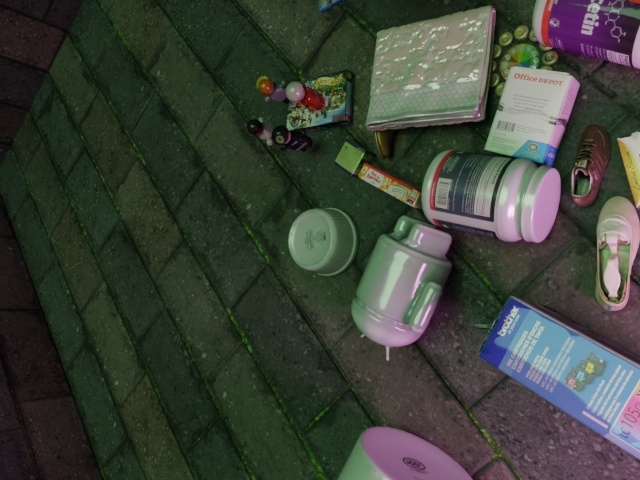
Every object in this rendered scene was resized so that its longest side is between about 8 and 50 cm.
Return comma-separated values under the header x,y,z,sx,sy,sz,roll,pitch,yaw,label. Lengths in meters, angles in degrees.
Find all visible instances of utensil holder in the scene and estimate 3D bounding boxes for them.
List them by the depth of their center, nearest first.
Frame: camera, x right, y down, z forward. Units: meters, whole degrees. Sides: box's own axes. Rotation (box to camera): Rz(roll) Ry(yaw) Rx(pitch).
x,y,z,sx,sy,sz,roll,pitch,yaw,label
0.155,0.690,1.329,0.327,0.327,0.385,28,99,37,utensil holder

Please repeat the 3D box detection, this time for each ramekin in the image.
x,y,z,sx,sy,sz,roll,pitch,yaw,label
0.000,0.000,1.663,0.207,0.109,0.207,-6,80,38,ramekin

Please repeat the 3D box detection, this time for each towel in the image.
x,y,z,sx,sy,sz,roll,pitch,yaw,label
0.283,-0.450,1.486,0.331,0.053,0.317,0,73,32,towel

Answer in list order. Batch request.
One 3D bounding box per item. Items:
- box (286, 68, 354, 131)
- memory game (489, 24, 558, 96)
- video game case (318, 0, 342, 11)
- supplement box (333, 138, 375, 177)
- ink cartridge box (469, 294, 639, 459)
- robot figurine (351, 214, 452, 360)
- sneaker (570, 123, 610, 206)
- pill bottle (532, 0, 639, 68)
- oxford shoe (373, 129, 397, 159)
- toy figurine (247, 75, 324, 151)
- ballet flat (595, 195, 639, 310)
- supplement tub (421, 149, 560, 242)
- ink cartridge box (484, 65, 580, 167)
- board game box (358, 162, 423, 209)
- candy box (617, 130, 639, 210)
x,y,z,sx,sy,sz,roll,pitch,yaw,label
-0.003,-0.430,1.758,0.233,0.044,0.159,-2,84,38,box
0.492,-0.442,1.392,0.186,0.012,0.186,-5,82,38,memory game
0.059,-0.810,1.774,0.166,0.015,0.119,-13,77,36,video game case
0.100,-0.238,1.646,0.083,0.056,0.083,40,109,34,supplement box
0.504,0.244,1.135,0.395,0.270,0.151,34,100,36,ink cartridge box
0.202,0.119,1.432,0.353,0.199,0.300,-69,22,9,robot figurine
0.594,-0.170,1.241,0.066,0.071,0.188,6,89,39,sneaker
0.630,-0.471,1.179,0.323,0.181,0.181,32,104,36,pill bottle
0.196,-0.333,1.575,0.076,0.076,0.212,2,85,32,oxford shoe
-0.116,-0.387,1.717,0.209,0.148,0.213,25,101,37,toy figurine
0.624,0.025,1.188,0.086,0.086,0.248,0,84,38,ballet flat
0.394,-0.104,1.314,0.272,0.191,0.191,16,94,38,supplement tub
0.495,-0.289,1.316,0.148,0.086,0.203,24,102,36,ink cartridge box
0.216,-0.136,1.486,0.193,0.146,0.045,34,105,35,board game box
0.743,-0.167,1.124,0.233,0.071,0.159,-19,74,36,candy box
